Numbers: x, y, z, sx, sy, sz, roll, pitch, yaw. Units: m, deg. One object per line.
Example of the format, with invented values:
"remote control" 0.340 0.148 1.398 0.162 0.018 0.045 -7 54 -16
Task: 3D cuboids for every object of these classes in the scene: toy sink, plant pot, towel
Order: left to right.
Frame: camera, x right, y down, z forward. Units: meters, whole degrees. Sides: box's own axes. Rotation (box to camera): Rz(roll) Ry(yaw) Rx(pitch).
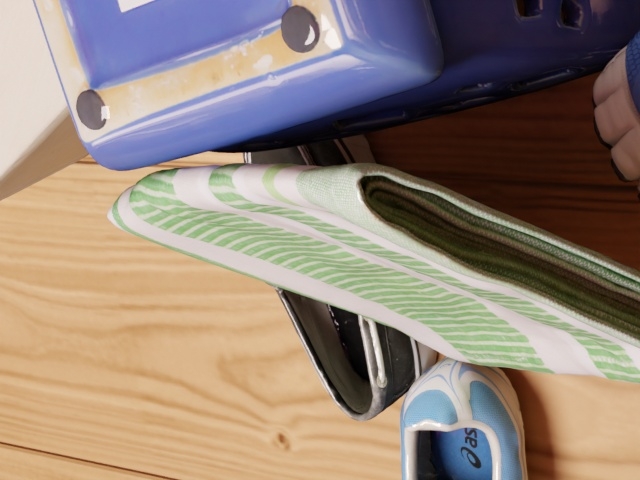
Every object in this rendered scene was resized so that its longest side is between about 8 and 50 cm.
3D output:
"toy sink" -0.168 -0.143 0.881 0.153 0.131 0.234 55 137 1
"plant pot" -0.011 -0.159 0.684 0.236 0.212 0.236 -12 96 40
"towel" 0.051 0.021 0.673 0.325 0.247 0.038 6 75 66

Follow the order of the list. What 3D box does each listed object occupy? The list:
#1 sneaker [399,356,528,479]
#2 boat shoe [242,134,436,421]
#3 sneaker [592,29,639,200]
"sneaker" 0.092 0.184 0.877 0.085 0.086 0.237 -1 112 36
"boat shoe" 0.000 0.000 0.864 0.077 0.070 0.219 -20 99 41
"sneaker" 0.277 -0.002 0.611 0.330 0.130 0.147 40 121 1
